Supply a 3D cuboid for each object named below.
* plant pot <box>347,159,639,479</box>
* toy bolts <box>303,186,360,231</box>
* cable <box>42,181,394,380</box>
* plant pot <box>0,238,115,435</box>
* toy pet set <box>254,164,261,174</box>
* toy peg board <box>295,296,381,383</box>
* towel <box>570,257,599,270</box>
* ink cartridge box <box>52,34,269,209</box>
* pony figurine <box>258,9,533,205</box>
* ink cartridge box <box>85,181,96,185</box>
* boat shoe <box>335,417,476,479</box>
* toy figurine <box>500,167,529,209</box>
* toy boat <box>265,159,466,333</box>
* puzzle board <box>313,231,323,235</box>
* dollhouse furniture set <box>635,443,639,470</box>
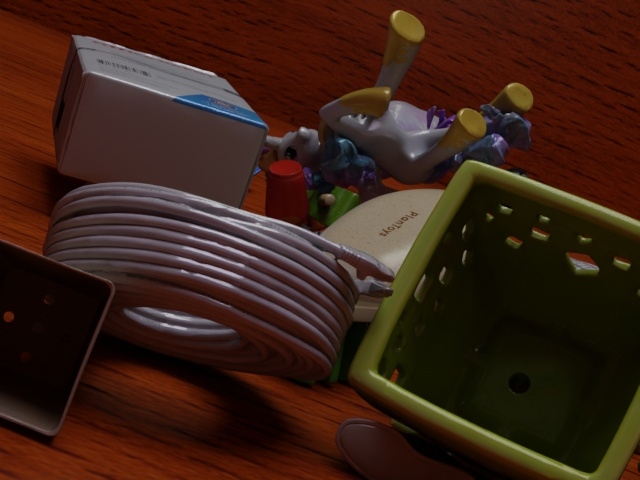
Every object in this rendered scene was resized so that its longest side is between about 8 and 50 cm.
[{"bbox_3d":[0.179,0.100,1.026,0.228,0.227,0.207,24,-17,19],"label":"plant pot"},{"bbox_3d":[0.069,-0.075,1.849,0.228,0.218,0.158,37,-7,-18],"label":"toy bolts"},{"bbox_3d":[-0.099,0.040,0.962,0.257,0.089,0.257,23,-20,-24],"label":"cable"},{"bbox_3d":[-0.206,0.063,0.833,0.109,0.109,0.096,21,-4,-1],"label":"plant pot"},{"bbox_3d":[-0.161,-0.114,2.038,0.122,0.065,0.114,25,45,33],"label":"toy pet set"},{"bbox_3d":[-0.017,0.090,1.194,0.160,0.079,0.161,11,2,38],"label":"toy peg board"},{"bbox_3d":[0.459,0.126,1.829,0.283,0.121,0.235,25,1,-12],"label":"towel"},{"bbox_3d":[-0.213,-0.149,1.508,0.223,0.129,0.307,15,13,-18],"label":"ink cartridge box"},{"bbox_3d":[0.110,-0.118,1.613,0.351,0.303,0.363,27,-32,-23],"label":"pony figurine"},{"bbox_3d":[-0.229,-0.064,1.564,0.099,0.056,0.135,13,13,-42],"label":"ink cartridge box"},{"bbox_3d":[0.068,0.174,0.959,0.125,0.046,0.038,23,10,-7],"label":"boat shoe"},{"bbox_3d":[0.225,-0.050,1.998,0.213,0.209,0.148,24,-7,-10],"label":"toy figurine"},{"bbox_3d":[0.050,0.014,1.461,0.318,0.148,0.267,26,41,37],"label":"toy boat"},{"bbox_3d":[0.000,0.000,1.841,0.096,0.011,0.128,22,10,3],"label":"puzzle board"},{"bbox_3d":[0.313,0.144,1.329,0.197,0.151,0.301,20,10,-7],"label":"dollhouse furniture set"}]
